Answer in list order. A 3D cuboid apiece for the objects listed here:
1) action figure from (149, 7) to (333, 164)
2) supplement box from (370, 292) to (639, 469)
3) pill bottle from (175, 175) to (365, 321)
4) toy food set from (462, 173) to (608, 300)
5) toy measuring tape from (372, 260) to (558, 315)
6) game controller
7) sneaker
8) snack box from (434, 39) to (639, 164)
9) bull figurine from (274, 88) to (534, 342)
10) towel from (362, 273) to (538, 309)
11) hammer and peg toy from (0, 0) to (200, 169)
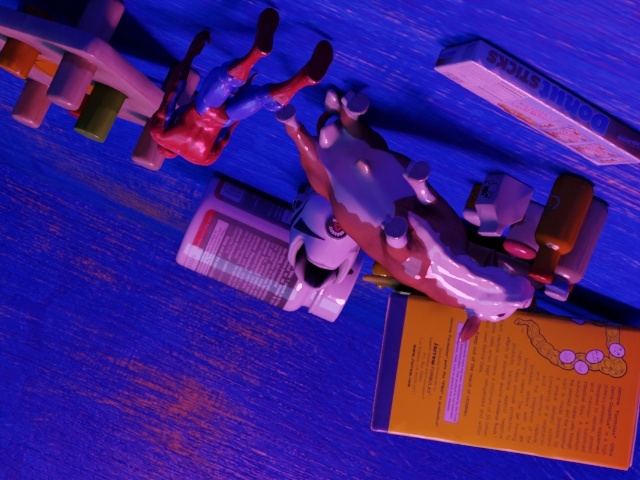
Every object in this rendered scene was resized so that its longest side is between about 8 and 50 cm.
[{"bbox_3d":[-0.083,-0.163,1.234,0.091,0.139,0.280,30,148,-21],"label":"action figure"},{"bbox_3d":[0.259,0.192,1.793,0.356,0.195,0.194,8,178,3],"label":"supplement box"},{"bbox_3d":[-0.081,0.020,2.093,0.283,0.161,0.161,24,172,-3],"label":"pill bottle"},{"bbox_3d":[0.219,0.001,1.320,0.111,0.104,0.232,26,171,-21],"label":"toy food set"},{"bbox_3d":[0.228,0.113,1.971,0.330,0.121,0.121,24,172,0],"label":"toy measuring tape"},{"bbox_3d":[0.201,0.027,1.769,0.166,0.067,0.319,11,176,-14],"label":"game controller"},{"bbox_3d":[0.000,0.000,1.815,0.122,0.146,0.330,22,173,2],"label":"sneaker"},{"bbox_3d":[0.180,-0.108,1.019,0.178,0.022,0.064,27,171,-21],"label":"snack box"},{"bbox_3d":[0.077,-0.032,1.258,0.310,0.101,0.188,43,171,29],"label":"bull figurine"},{"bbox_3d":[0.180,0.067,1.777,0.237,0.021,0.102,6,171,41],"label":"towel"},{"bbox_3d":[-0.274,-0.179,1.456,0.266,0.127,0.361,20,171,24],"label":"hammer and peg toy"}]
